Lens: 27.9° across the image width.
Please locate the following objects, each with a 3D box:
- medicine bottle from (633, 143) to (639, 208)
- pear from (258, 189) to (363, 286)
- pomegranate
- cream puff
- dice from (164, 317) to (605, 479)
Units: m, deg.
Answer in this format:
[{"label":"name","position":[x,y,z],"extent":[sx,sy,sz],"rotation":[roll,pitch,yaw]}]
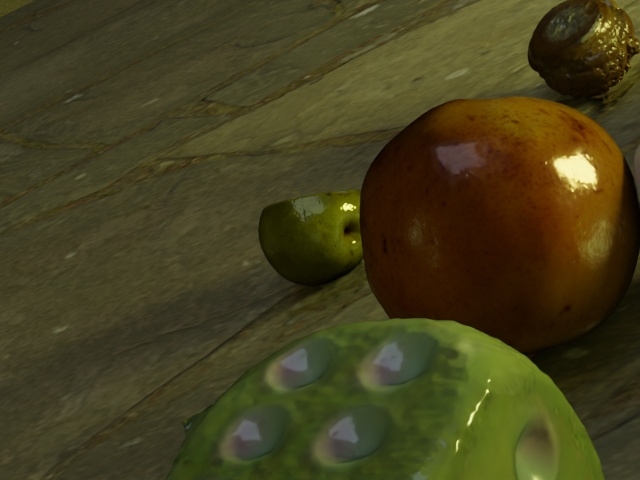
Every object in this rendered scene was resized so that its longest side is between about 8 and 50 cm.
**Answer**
[{"label":"medicine bottle","position":[0.417,-0.059,1.106],"extent":[0.254,0.152,0.152],"rotation":[-21,28,30]},{"label":"pear","position":[0.000,0.000,1.490],"extent":[0.141,0.104,0.141],"rotation":[-8,-1,0]},{"label":"pomegranate","position":[0.167,-0.004,1.194],"extent":[0.264,0.264,0.264],"rotation":[-23,28,13]},{"label":"cream puff","position":[0.323,-0.230,1.566],"extent":[0.126,0.103,0.144],"rotation":[-40,26,10]},{"label":"dice","position":[0.044,0.223,0.912],"extent":[0.254,0.249,0.252],"rotation":[-8,34,38]}]
